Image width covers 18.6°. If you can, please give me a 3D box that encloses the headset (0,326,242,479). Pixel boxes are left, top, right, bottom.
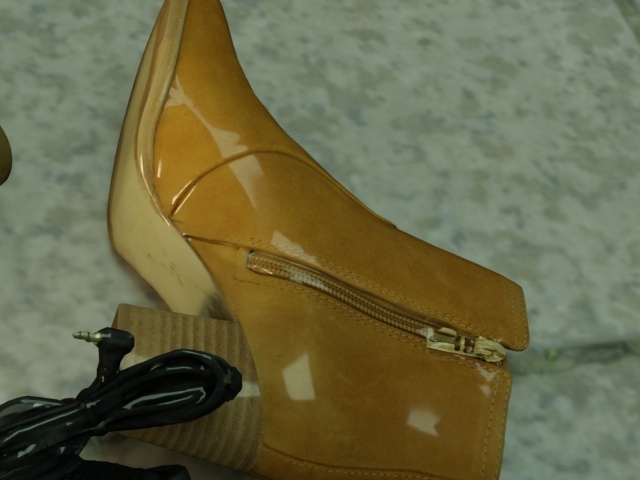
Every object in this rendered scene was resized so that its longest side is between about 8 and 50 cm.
[{"bbox_3d":[-0.062,0.166,0.710,0.185,0.243,0.394,-19,31,-12],"label":"headset"}]

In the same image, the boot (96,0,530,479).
[{"bbox_3d":[0.000,0.000,1.002,0.211,0.104,0.295,11,52,-13],"label":"boot"}]

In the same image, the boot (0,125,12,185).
[{"bbox_3d":[-0.315,-0.033,0.938,0.236,0.089,0.269,36,51,16],"label":"boot"}]
